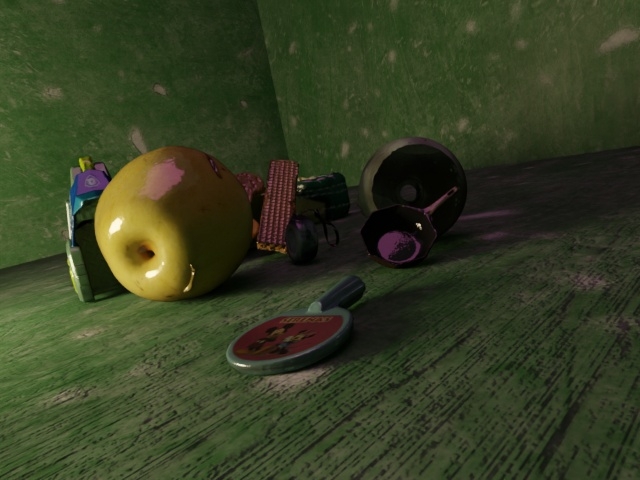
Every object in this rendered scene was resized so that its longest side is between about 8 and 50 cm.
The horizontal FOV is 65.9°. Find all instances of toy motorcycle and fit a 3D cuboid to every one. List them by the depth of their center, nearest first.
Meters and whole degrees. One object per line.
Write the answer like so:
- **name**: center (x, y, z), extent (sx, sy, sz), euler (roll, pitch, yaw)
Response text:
- **toy motorcycle**: center (-0.501, -0.033, 1.139), extent (0.191, 0.326, 0.200), euler (-16, 12, -23)

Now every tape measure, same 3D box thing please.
- **tape measure**: center (0.003, -0.003, 1.123), extent (0.180, 0.107, 0.104), euler (5, -42, -37)

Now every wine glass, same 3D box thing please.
- **wine glass**: center (0.192, -0.106, 1.080), extent (0.238, 0.238, 0.323), euler (-10, 0, 7)

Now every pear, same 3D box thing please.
- **pear**: center (-0.285, -0.027, 0.968), extent (0.309, 0.309, 0.309), euler (-11, 9, 2)

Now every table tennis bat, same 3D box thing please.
- **table tennis bat**: center (-0.013, 0.103, 0.626), extent (0.153, 0.040, 0.244), euler (-6, 15, 36)

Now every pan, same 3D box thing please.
- **pan**: center (0.174, -0.012, 0.889), extent (0.202, 0.128, 0.048), euler (-15, -34, -3)

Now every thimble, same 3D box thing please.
- **thimble**: center (-0.031, -0.156, 1.840), extent (0.254, 0.167, 0.288), euler (-15, 10, -24)

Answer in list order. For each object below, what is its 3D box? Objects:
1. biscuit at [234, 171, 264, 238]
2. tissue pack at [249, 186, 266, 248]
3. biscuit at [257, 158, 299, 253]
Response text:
- **biscuit**: center (-0.268, -0.059, 1.299), extent (0.216, 0.339, 0.047), euler (9, -37, -11)
- **tissue pack**: center (-0.240, -0.060, 1.485), extent (0.275, 0.167, 0.200), euler (-14, 11, -23)
- **biscuit**: center (-0.110, -0.102, 1.346), extent (0.094, 0.054, 0.378), euler (6, 43, -5)
